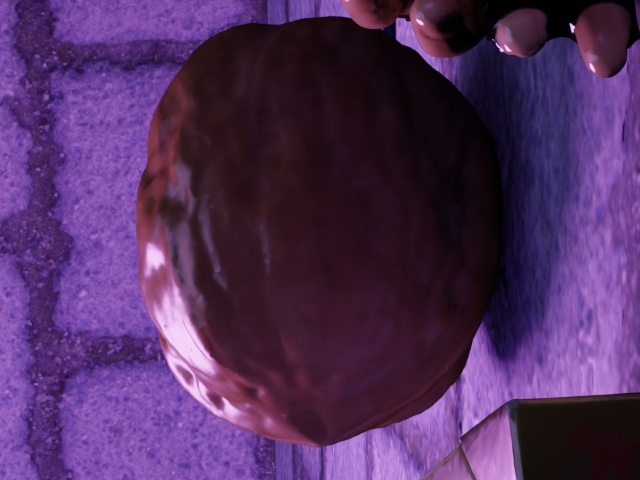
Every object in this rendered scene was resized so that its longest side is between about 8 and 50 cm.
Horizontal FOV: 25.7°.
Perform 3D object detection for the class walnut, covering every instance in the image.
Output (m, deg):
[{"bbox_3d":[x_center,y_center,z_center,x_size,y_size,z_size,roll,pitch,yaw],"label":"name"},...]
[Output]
[{"bbox_3d":[-0.004,0.000,1.125,0.306,0.306,0.344,100,169,-59],"label":"walnut"}]

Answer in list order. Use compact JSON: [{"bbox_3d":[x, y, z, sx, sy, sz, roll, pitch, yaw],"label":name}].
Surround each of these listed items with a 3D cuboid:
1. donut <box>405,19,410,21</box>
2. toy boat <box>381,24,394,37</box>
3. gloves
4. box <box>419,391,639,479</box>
[{"bbox_3d":[0.100,-0.272,1.026,0.235,0.089,0.235,180,90,-83],"label":"donut"},{"bbox_3d":[0.064,-0.223,1.561,0.038,0.038,0.083,-131,40,-79],"label":"toy boat"},{"bbox_3d":[0.086,-0.196,0.814,0.197,0.152,0.301,-50,41,28],"label":"gloves"},{"bbox_3d":[0.124,0.106,0.552,0.311,0.173,0.043,106,160,-71],"label":"box"}]
